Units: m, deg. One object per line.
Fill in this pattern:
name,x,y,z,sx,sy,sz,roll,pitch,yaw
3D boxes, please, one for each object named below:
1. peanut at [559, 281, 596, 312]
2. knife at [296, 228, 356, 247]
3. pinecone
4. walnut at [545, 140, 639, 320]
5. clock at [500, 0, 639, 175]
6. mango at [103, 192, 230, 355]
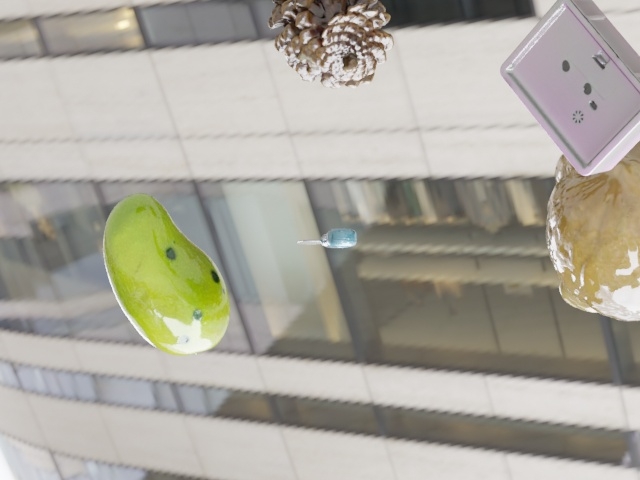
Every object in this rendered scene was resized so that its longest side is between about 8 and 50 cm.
peanut,0.562,-0.035,2.366,0.387,0.192,0.169,-49,-128,10
knife,-0.002,0.000,2.356,0.058,0.032,0.244,-3,179,-22
pinecone,0.005,-0.348,2.190,0.212,0.186,0.168,36,-140,24
walnut,0.470,-0.037,1.972,0.332,0.333,0.333,-14,-155,7
clock,0.347,-0.204,1.768,0.063,0.197,0.150,-10,148,-47
mango,-0.257,0.061,2.228,0.175,0.293,0.143,-41,-157,-32
